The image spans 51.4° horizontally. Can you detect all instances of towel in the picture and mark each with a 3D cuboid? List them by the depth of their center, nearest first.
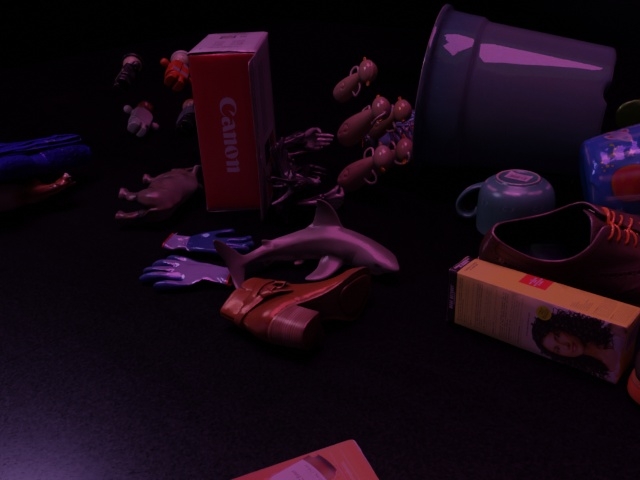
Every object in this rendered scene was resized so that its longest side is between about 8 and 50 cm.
[{"bbox_3d":[-0.654,-0.173,1.375,0.228,0.076,0.308,1,13,17],"label":"towel"}]

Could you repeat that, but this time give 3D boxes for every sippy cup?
[{"bbox_3d":[0.551,-0.100,1.091,0.224,0.239,0.305,-6,15,17],"label":"sippy cup"}]

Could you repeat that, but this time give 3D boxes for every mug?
[{"bbox_3d":[0.327,-0.065,1.157,0.158,0.097,0.129,-4,26,-4],"label":"mug"}]

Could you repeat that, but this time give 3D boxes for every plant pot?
[{"bbox_3d":[0.390,-0.281,1.338,0.334,0.340,0.341,12,29,16],"label":"plant pot"}]

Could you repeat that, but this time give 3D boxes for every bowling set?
[{"bbox_3d":[0.144,-0.229,1.386,0.200,0.286,0.154,8,-23,-33],"label":"bowling set"}]

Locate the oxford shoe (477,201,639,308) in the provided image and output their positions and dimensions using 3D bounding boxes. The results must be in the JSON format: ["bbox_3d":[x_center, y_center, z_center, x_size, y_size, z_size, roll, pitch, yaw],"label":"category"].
[{"bbox_3d":[0.401,0.016,0.907,0.364,0.132,0.129,-6,55,4],"label":"oxford shoe"}]

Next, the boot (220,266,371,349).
[{"bbox_3d":[-0.031,0.076,0.939,0.153,0.072,0.197,12,27,35],"label":"boot"}]

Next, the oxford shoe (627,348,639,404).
[{"bbox_3d":[0.482,0.118,0.768,0.272,0.098,0.097,-14,28,-22],"label":"oxford shoe"}]

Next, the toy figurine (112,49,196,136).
[{"bbox_3d":[-0.425,-0.389,1.759,0.213,0.209,0.148,-4,43,5],"label":"toy figurine"}]

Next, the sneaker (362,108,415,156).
[{"bbox_3d":[0.188,-0.260,1.564,0.125,0.104,0.262,14,31,27],"label":"sneaker"}]

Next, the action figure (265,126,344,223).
[{"bbox_3d":[-0.030,-0.136,1.275,0.141,0.163,0.275,-6,20,5],"label":"action figure"}]

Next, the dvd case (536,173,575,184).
[{"bbox_3d":[0.477,-0.145,1.401,0.120,0.013,0.087,13,30,28],"label":"dvd case"}]

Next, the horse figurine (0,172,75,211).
[{"bbox_3d":[-0.644,-0.098,1.357,0.264,0.066,0.174,-12,22,-23],"label":"horse figurine"}]

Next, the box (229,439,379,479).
[{"bbox_3d":[-0.022,0.259,0.540,0.171,0.090,0.130,-13,28,-20],"label":"box"}]

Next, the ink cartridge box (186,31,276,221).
[{"bbox_3d":[-0.164,-0.223,1.285,0.130,0.309,0.271,-1,26,3],"label":"ink cartridge box"}]

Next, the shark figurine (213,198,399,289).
[{"bbox_3d":[-0.025,-0.006,1.060,0.279,0.116,0.166,-3,25,-4],"label":"shark figurine"}]

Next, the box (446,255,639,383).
[{"bbox_3d":[0.277,0.095,0.852,0.232,0.087,0.058,18,33,38],"label":"box"}]

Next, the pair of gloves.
[{"bbox_3d":[-0.200,0.030,1.103,0.160,0.023,0.198,4,28,9],"label":"pair of gloves"}]

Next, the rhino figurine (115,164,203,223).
[{"bbox_3d":[-0.302,-0.100,1.319,0.106,0.073,0.243,1,25,16],"label":"rhino figurine"}]
